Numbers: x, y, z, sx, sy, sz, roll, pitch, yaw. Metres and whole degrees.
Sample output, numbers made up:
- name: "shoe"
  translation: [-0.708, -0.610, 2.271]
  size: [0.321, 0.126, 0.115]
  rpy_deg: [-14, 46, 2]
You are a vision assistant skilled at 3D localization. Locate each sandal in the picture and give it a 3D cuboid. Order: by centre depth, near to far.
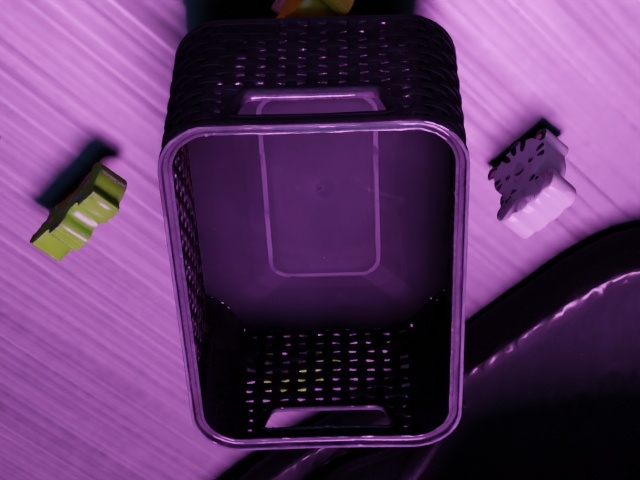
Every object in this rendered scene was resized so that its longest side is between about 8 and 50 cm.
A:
- name: "sandal"
  translation: [0.058, 0.164, 0.792]
  size: [0.167, 0.107, 0.446]
  rpy_deg: [32, 119, -26]

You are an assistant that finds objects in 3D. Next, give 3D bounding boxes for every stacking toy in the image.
- name: "stacking toy"
  translation: [-0.008, -0.023, 0.682]
  size: [0.167, 0.052, 0.221]
  rpy_deg: [37, 119, -26]

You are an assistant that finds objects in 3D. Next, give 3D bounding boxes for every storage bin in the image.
- name: "storage bin"
  translation: [0.000, 0.000, 0.614]
  size: [0.122, 0.084, 0.180]
  rpy_deg: [-1, 128, 2]
